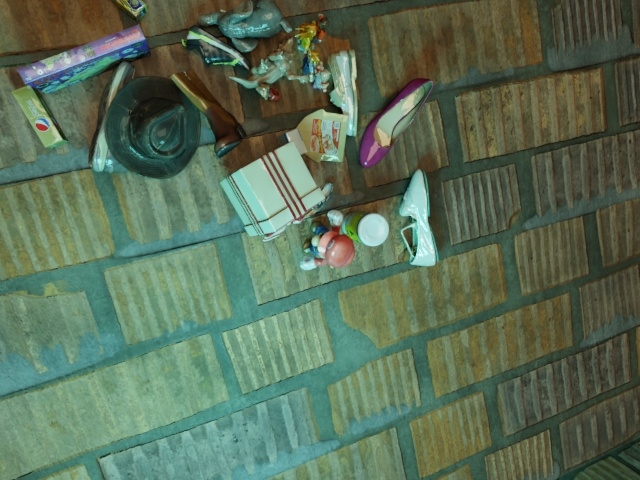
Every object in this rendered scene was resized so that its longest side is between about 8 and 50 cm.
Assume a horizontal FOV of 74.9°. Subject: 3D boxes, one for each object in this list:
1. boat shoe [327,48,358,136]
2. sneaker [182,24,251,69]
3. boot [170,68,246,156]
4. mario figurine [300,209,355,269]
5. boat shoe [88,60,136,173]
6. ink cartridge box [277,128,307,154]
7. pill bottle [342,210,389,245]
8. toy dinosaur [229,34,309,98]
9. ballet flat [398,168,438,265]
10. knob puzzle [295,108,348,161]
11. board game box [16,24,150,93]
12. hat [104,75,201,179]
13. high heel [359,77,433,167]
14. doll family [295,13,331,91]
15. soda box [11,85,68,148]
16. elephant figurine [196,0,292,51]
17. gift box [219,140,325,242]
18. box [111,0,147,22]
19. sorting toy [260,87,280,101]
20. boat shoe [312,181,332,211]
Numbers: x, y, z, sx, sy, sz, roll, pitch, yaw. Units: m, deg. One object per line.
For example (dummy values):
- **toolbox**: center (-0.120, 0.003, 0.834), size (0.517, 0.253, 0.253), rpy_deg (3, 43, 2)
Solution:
- **boat shoe**: center (0.085, -0.537, 1.541), size (0.103, 0.113, 0.303), rpy_deg (-4, 101, 5)
- **sneaker**: center (-0.350, -0.630, 1.419), size (0.234, 0.084, 0.097), rpy_deg (27, 109, -15)
- **boot**: center (-0.361, -0.418, 1.336), size (0.096, 0.264, 0.280), rpy_deg (-29, 114, 22)
- **mario figurine**: center (0.000, 0.000, 1.466), size (0.169, 0.320, 0.198), rpy_deg (-17, 101, -14)
- **boat shoe**: center (-0.640, -0.386, 1.345), size (0.130, 0.132, 0.356), rpy_deg (13, 95, -40)
- **ink cartridge box**: center (-0.102, -0.344, 1.495), size (0.052, 0.122, 0.089), rpy_deg (-27, 104, -15)
- **pill bottle**: center (0.160, -0.049, 1.565), size (0.119, 0.208, 0.119), rpy_deg (-2, 97, -16)
- **toy dinosaur**: center (-0.178, -0.569, 1.405), size (0.295, 0.200, 0.127), rpy_deg (-33, 127, -17)
- **ballet flat**: center (0.382, -0.081, 1.679), size (0.139, 0.139, 0.401), rpy_deg (-14, 102, -14)
- **knob puzzle**: center (-0.003, -0.388, 1.547), size (0.212, 0.030, 0.214), rpy_deg (2, 114, 4)
- **board game box**: center (-0.689, -0.538, 1.253), size (0.346, 0.208, 0.056), rpy_deg (-27, 104, -11)
- **hat**: center (-0.494, -0.355, 1.309), size (0.331, 0.133, 0.332), rpy_deg (-9, 104, -41)
- **high heel**: center (0.276, -0.441, 1.561), size (0.127, 0.181, 0.378), rpy_deg (29, 89, -18)
- **doll family**: center (-0.034, -0.653, 1.451), size (0.118, 0.163, 0.263), rpy_deg (-4, 99, -16)
- **soda box**: center (-0.868, -0.382, 1.296), size (0.058, 0.061, 0.182), rpy_deg (-28, 104, -10)
- **elephant figurine**: center (-0.255, -0.714, 1.381), size (0.239, 0.186, 0.170), rpy_deg (-32, 111, -16)
- **gift box**: center (-0.162, -0.158, 1.443), size (0.255, 0.276, 0.258), rpy_deg (-34, 102, -23)
- **box**: center (-0.635, -0.773, 1.314), size (0.168, 0.059, 0.054), rpy_deg (36, 84, -18)
- **sorting toy**: center (-0.192, -0.531, 1.488), size (0.102, 0.042, 0.061), rpy_deg (43, 48, -8)
- **boat shoe**: center (0.009, -0.167, 1.594), size (0.046, 0.038, 0.125), rpy_deg (33, 87, -18)
